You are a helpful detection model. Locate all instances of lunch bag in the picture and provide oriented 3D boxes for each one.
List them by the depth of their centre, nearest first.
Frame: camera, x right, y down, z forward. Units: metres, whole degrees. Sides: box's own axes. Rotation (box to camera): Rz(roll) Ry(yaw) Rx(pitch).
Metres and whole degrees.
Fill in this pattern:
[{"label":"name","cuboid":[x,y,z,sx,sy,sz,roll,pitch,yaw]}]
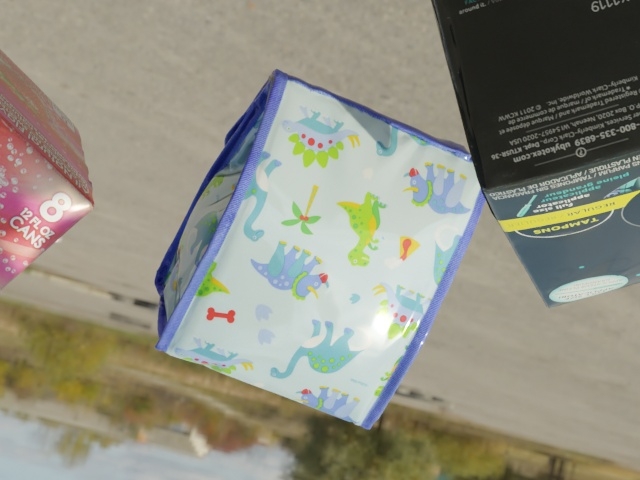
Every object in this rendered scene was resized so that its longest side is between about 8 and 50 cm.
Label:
[{"label":"lunch bag","cuboid":[0.000,0.000,0.642,0.129,0.151,0.096,21,-156,-18]}]

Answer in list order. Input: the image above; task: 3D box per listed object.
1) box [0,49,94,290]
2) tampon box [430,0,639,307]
[{"label":"box","cuboid":[-0.219,-0.075,0.466,0.257,0.128,0.122,48,-178,-24]},{"label":"tampon box","cuboid":[0.122,-0.052,0.487,0.120,0.101,0.161,-16,158,14]}]
